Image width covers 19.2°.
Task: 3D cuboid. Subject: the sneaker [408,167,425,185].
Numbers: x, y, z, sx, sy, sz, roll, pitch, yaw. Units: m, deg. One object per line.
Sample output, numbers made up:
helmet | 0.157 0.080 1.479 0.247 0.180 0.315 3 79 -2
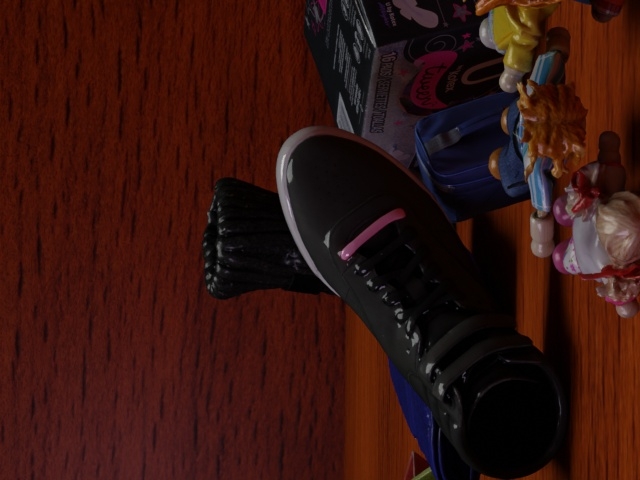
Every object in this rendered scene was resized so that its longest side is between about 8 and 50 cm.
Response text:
sneaker | 0.102 -0.178 1.736 0.153 0.099 0.282 -89 -3 -47

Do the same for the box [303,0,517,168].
box | 0.079 -0.177 1.539 0.247 0.142 0.163 95 158 -67

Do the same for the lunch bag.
lunch bag | 0.121 -0.065 1.392 0.065 0.098 0.067 75 174 -53

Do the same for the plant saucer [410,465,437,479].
plant saucer | 0.090 0.328 1.795 0.188 0.045 0.188 -41 41 46

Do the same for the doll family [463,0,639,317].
doll family | 0.126 -0.089 1.060 0.163 0.118 0.263 140 130 -86

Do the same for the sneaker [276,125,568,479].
sneaker | 0.080 0.044 1.320 0.296 0.104 0.147 55 175 -12

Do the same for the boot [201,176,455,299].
boot | 0.000 -0.004 2.073 0.348 0.260 0.131 -157 68 -86

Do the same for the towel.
towel | 0.106 0.074 1.685 0.308 0.076 0.228 -115 18 -78

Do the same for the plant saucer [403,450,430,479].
plant saucer | 0.106 0.385 1.956 0.259 0.047 0.258 97 173 -59
